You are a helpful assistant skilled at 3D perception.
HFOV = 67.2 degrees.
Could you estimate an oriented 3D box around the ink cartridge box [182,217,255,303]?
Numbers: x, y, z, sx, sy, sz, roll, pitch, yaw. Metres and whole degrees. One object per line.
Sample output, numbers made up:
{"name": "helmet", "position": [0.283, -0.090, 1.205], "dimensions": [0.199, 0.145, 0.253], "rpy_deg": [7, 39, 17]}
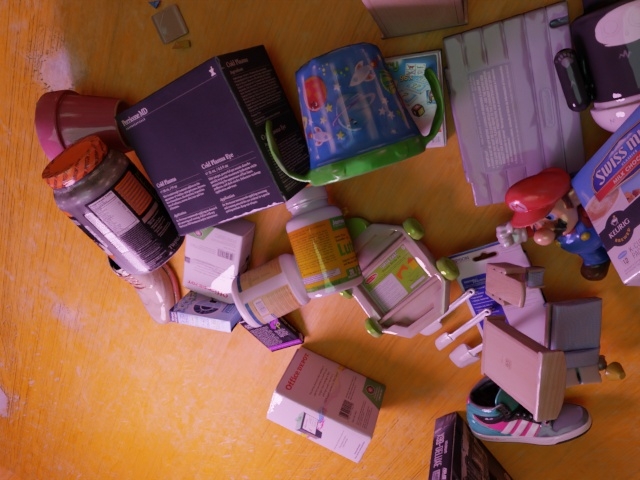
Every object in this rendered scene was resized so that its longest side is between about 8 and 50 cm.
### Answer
{"name": "ink cartridge box", "position": [-0.277, 0.041, 1.307], "dimensions": [0.160, 0.092, 0.219], "rpy_deg": [19, 119, 10]}

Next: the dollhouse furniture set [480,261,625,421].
{"name": "dollhouse furniture set", "position": [0.521, 0.193, 0.986], "dimensions": [0.304, 0.198, 0.286], "rpy_deg": [-4, 102, -12]}

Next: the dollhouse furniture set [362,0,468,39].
{"name": "dollhouse furniture set", "position": [0.155, -0.596, 0.823], "dimensions": [0.362, 0.256, 0.393], "rpy_deg": [-2, 93, 19]}

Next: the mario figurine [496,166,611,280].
{"name": "mario figurine", "position": [0.481, -0.003, 0.939], "dimensions": [0.321, 0.170, 0.198], "rpy_deg": [30, 118, -19]}

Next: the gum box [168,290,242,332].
{"name": "gum box", "position": [-0.299, 0.184, 1.347], "dimensions": [0.185, 0.157, 0.041], "rpy_deg": [6, 116, 17]}

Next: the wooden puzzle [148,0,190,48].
{"name": "wooden puzzle", "position": [-0.349, -0.500, 1.119], "dimensions": [0.079, 0.014, 0.116], "rpy_deg": [-9, 111, 18]}

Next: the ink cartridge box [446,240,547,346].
{"name": "ink cartridge box", "position": [0.435, 0.141, 1.129], "dimensions": [0.166, 0.065, 0.332], "rpy_deg": [-19, 109, 26]}

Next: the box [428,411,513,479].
{"name": "box", "position": [0.414, 0.657, 1.282], "dimensions": [0.077, 0.242, 0.307], "rpy_deg": [-35, 99, 29]}

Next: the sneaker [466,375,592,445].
{"name": "sneaker", "position": [0.502, 0.408, 1.207], "dimensions": [0.296, 0.123, 0.178], "rpy_deg": [-15, 119, 26]}

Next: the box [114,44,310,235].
{"name": "box", "position": [-0.229, -0.215, 1.093], "dimensions": [0.343, 0.179, 0.312], "rpy_deg": [-13, 111, 33]}

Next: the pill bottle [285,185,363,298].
{"name": "pill bottle", "position": [0.000, 0.000, 1.119], "dimensions": [0.136, 0.136, 0.245], "rpy_deg": [-19, 89, 26]}

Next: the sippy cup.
{"name": "sippy cup", "position": [0.061, -0.244, 0.928], "dimensions": [0.240, 0.306, 0.224], "rpy_deg": [-2, 108, 57]}

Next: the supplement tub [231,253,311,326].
{"name": "supplement tub", "position": [-0.111, 0.121, 1.236], "dimensions": [0.200, 0.144, 0.144], "rpy_deg": [-26, 105, 6]}

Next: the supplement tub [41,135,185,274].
{"name": "supplement tub", "position": [-0.489, -0.081, 1.162], "dimensions": [0.194, 0.193, 0.316], "rpy_deg": [-11, 131, 23]}

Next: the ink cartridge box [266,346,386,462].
{"name": "ink cartridge box", "position": [0.019, 0.447, 1.338], "dimensions": [0.278, 0.201, 0.117], "rpy_deg": [24, 120, 7]}

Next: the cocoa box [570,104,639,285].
{"name": "cocoa box", "position": [0.642, -0.073, 0.756], "dimensions": [0.347, 0.227, 0.231], "rpy_deg": [3, 143, -13]}

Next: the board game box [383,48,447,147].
{"name": "board game box", "position": [0.111, -0.288, 1.039], "dimensions": [0.306, 0.053, 0.192], "rpy_deg": [-1, 115, 19]}

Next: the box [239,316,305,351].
{"name": "box", "position": [-0.136, 0.253, 1.368], "dimensions": [0.116, 0.029, 0.162], "rpy_deg": [-20, 129, 26]}

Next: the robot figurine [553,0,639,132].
{"name": "robot figurine", "position": [0.528, -0.318, 0.811], "dimensions": [0.209, 0.174, 0.278], "rpy_deg": [-9, 108, 43]}

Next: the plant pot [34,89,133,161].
{"name": "plant pot", "position": [-0.567, -0.279, 1.208], "dimensions": [0.180, 0.201, 0.201], "rpy_deg": [-5, 114, 5]}

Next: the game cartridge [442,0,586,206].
{"name": "game cartridge", "position": [0.385, -0.254, 0.960], "dimensions": [0.230, 0.068, 0.354], "rpy_deg": [-7, 112, 26]}

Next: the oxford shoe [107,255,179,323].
{"name": "oxford shoe", "position": [-0.532, 0.089, 1.386], "dimensions": [0.141, 0.146, 0.396], "rpy_deg": [-10, 111, 23]}

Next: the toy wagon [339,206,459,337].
{"name": "toy wagon", "position": [0.154, 0.060, 1.155], "dimensions": [0.267, 0.068, 0.344], "rpy_deg": [-45, 74, 30]}

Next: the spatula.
{"name": "spatula", "position": [0.350, 0.217, 1.172], "dimensions": [0.168, 0.019, 0.242], "rpy_deg": [45, 140, 9]}
